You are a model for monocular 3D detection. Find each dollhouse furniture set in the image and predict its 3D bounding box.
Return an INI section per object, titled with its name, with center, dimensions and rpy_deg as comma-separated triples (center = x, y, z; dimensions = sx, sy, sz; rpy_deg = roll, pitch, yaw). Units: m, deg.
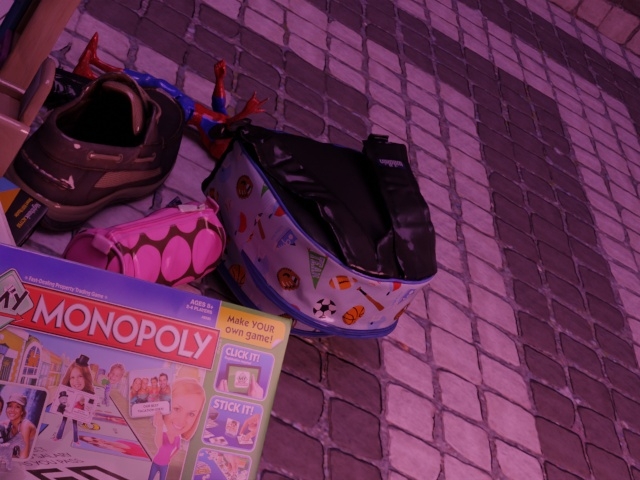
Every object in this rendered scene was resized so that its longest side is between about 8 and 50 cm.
[dollhouse furniture set]
center = -0.406, -0.271, 1.329
dimensions = 0.303, 0.198, 0.286
rpy_deg = 25, 30, -22

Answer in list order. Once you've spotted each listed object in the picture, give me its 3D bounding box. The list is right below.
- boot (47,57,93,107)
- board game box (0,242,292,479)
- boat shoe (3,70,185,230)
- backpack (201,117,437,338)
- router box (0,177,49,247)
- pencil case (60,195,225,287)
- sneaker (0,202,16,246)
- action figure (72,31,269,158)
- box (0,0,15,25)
[boot]
center = -0.335, -0.211, 1.673
dimensions = 0.099, 0.045, 0.121
rpy_deg = 17, 41, -29
[board game box]
center = -0.187, 0.137, 1.169
dimensions = 0.317, 0.213, 0.046
rpy_deg = 17, -6, -33
[boat shoe]
center = -0.239, -0.125, 1.560
dimensions = 0.132, 0.130, 0.355
rpy_deg = 37, 28, 0
[backpack]
center = 0.000, 0.000, 1.567
dimensions = 0.277, 0.213, 0.263
rpy_deg = 2, 35, -38
[router box]
center = -0.373, -0.019, 1.339
dimensions = 0.133, 0.046, 0.179
rpy_deg = 34, 28, -7
[pencil case]
center = -0.193, 0.010, 1.447
dimensions = 0.095, 0.098, 0.209
rpy_deg = 44, 29, 13
[sneaker]
center = -0.392, 0.040, 1.179
dimensions = 0.130, 0.236, 0.322
rpy_deg = -158, -130, -77
[action figure]
center = -0.177, -0.208, 1.760
dimensions = 0.280, 0.139, 0.091
rpy_deg = 31, 30, -16
[box]
center = -0.473, -0.252, 1.531
dimensions = 0.169, 0.087, 0.290
rpy_deg = 34, 28, -6
